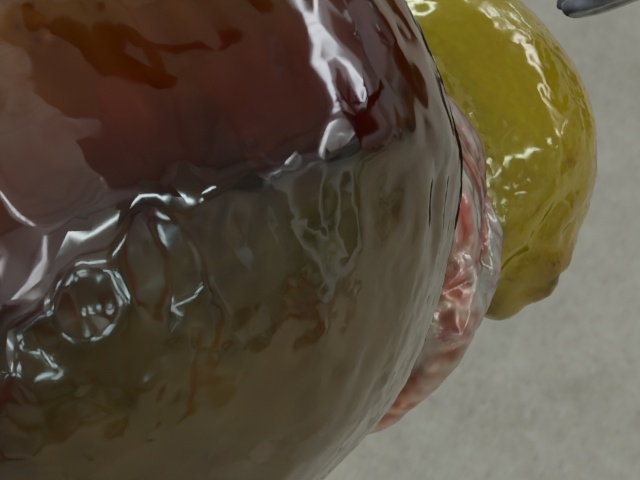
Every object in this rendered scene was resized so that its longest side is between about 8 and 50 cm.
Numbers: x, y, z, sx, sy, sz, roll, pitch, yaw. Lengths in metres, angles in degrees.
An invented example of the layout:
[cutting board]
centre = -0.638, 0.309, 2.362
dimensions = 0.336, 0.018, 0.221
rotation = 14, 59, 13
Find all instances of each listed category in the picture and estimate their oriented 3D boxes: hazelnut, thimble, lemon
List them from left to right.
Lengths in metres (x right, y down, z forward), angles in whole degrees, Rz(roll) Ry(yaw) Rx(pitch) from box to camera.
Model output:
[hazelnut]
centre = -0.132, -0.037, 0.795
dimensions = 0.421, 0.353, 0.420
rotation = 14, 61, -27
[thimble]
centre = 0.000, 0.000, 1.151
dimensions = 0.239, 0.239, 0.162
rotation = 25, 21, 4
[lemon]
centre = 0.066, -0.074, 1.348
dimensions = 0.297, 0.297, 0.297
rotation = 10, 48, -11

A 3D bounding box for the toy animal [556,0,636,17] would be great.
[toy animal]
centre = 0.298, -0.148, 0.722
dimensions = 0.367, 0.205, 0.081
rotation = 13, 2, -1
